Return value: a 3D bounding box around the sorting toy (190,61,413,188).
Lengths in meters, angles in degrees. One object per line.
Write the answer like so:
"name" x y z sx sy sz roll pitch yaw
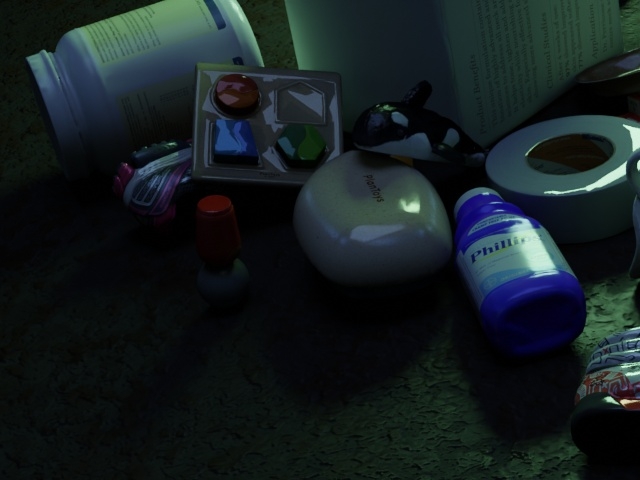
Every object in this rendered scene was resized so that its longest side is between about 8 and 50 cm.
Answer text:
"sorting toy" -0.025 -0.163 1.994 0.307 0.041 0.229 3 53 -7

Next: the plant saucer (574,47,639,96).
"plant saucer" 0.468 -0.247 2.057 0.198 0.036 0.198 -18 12 4

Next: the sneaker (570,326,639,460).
"sneaker" 0.385 0.142 1.388 0.270 0.090 0.145 -4 33 22

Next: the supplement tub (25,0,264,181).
"supplement tub" -0.263 -0.234 2.171 0.325 0.235 0.235 -20 30 -12

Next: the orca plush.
"orca plush" 0.150 -0.155 1.856 0.287 0.102 0.151 7 6 -37

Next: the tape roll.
"tape roll" 0.324 -0.081 1.826 0.219 0.072 0.219 -9 29 5

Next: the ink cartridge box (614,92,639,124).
"ink cartridge box" 0.467 -0.192 2.005 0.115 0.029 0.063 -23 30 -19

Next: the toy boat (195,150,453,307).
"toy boat" 0.000 0.000 1.770 0.318 0.148 0.267 -7 33 -4

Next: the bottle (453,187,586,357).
"bottle" 0.218 0.027 1.657 0.118 0.092 0.283 -17 29 1

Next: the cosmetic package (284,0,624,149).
"cosmetic package" 0.197 -0.370 2.122 0.327 0.329 0.393 18 41 43

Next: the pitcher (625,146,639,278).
"pitcher" 0.442 -0.026 1.571 0.207 0.178 0.125 5 42 31

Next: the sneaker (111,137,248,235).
"sneaker" -0.146 -0.096 2.027 0.299 0.121 0.112 -28 62 -27
